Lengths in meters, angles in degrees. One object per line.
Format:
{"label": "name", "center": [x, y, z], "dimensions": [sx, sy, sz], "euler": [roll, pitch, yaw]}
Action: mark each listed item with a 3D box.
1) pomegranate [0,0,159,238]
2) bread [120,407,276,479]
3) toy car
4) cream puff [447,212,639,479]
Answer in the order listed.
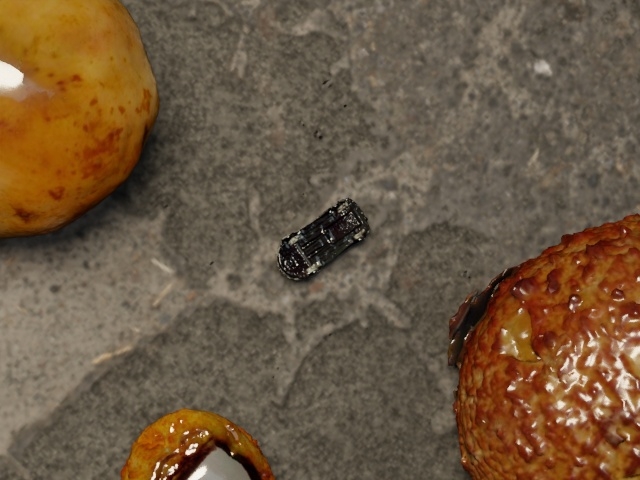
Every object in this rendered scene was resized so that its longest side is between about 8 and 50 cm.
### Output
{"label": "pomegranate", "center": [-0.246, -0.119, 1.095], "dimensions": [0.248, 0.248, 0.248], "euler": [1, 87, -15]}
{"label": "bread", "center": [-0.079, 0.264, 1.193], "dimensions": [0.139, 0.095, 0.269], "euler": [-30, 109, -13]}
{"label": "toy car", "center": [0.000, 0.000, 1.254], "dimensions": [0.093, 0.025, 0.041], "euler": [-34, 94, -18]}
{"label": "cream puff", "center": [0.286, 0.142, 1.224], "dimensions": [0.350, 0.229, 0.350], "euler": [0, 90, -16]}
